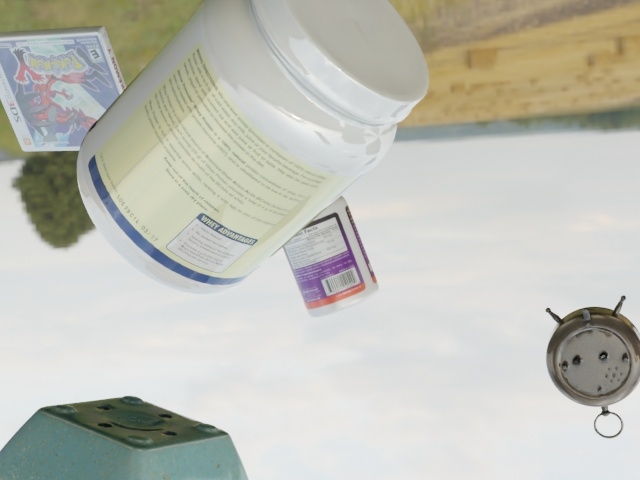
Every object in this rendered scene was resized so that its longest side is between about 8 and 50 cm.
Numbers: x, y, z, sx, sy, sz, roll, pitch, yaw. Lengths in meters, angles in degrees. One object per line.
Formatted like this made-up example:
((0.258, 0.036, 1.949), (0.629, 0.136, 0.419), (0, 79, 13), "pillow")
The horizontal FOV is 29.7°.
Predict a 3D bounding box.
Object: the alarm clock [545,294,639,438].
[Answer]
((0.372, 0.176, 1.620), (0.129, 0.192, 0.064), (-11, -171, 15), "alarm clock")

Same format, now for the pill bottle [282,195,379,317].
((0.000, 0.000, 1.678), (0.108, 0.193, 0.108), (-21, -176, 2), "pill bottle")

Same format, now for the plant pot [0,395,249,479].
((-0.209, 0.298, 1.220), (0.248, 0.252, 0.247), (14, -173, 32), "plant pot")

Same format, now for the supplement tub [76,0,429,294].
((-0.071, -0.120, 1.233), (0.325, 0.235, 0.235), (-41, 164, 32), "supplement tub")

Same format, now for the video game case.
((-0.355, -0.203, 1.653), (0.201, 0.183, 0.023), (1, -143, 23), "video game case")
